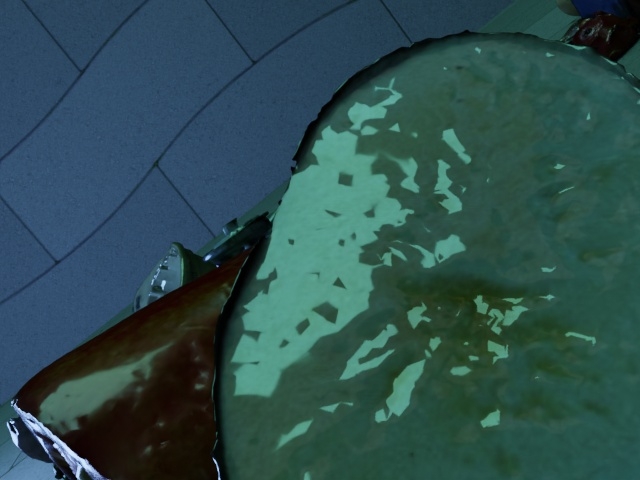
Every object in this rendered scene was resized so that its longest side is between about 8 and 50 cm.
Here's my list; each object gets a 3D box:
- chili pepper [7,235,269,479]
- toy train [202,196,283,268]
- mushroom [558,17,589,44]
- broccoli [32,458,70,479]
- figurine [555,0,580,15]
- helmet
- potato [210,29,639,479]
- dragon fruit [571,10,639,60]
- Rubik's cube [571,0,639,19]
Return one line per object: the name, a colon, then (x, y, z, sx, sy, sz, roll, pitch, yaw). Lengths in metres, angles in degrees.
chili pepper: (-0.046, 0.127, 0.615, 0.305, 0.229, 0.251, -30, -25, -31)
toy train: (0.000, 0.000, 1.078, 0.307, 0.173, 0.249, -34, 2, 24)
mushroom: (0.411, -0.317, 1.348, 0.123, 0.052, 0.123, -40, 4, 3)
broccoli: (-0.246, 0.232, 0.963, 0.195, 0.156, 0.195, 2, 12, 0)
figurine: (0.543, -0.504, 1.603, 0.114, 0.108, 0.196, -64, 20, -4)
helmet: (-0.214, 0.122, 1.358, 0.257, 0.137, 0.204, -39, 45, 50)
potato: (0.088, 0.063, 0.427, 0.246, 0.196, 0.300, 5, 57, 24)
dragon fruit: (0.417, -0.303, 1.224, 0.126, 0.068, 0.112, -40, 10, -3)
Rubik's cube: (0.515, -0.539, 1.228, 0.318, 0.316, 0.313, -40, 10, -2)
